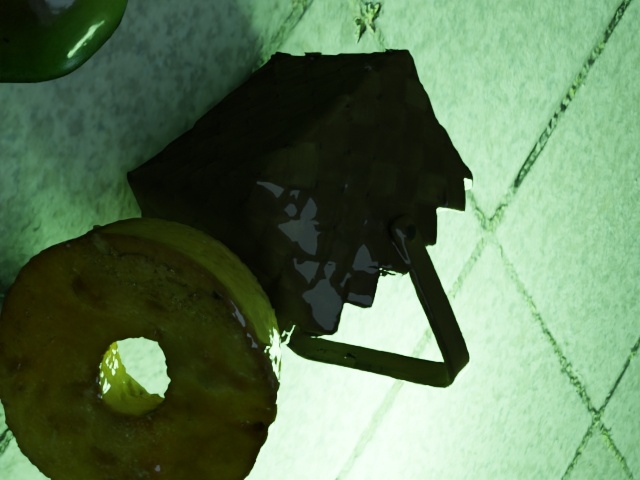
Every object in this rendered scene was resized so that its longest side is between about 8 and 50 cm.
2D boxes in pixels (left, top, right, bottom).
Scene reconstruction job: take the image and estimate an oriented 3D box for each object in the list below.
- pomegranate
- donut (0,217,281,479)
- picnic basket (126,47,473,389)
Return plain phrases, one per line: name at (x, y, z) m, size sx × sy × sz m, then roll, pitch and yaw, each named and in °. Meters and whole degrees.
pomegranate at (-0.237, -0.197, 1.239) m, size 0.180 × 0.180 × 0.209 m, roll -57°, pitch 168°, yaw -20°
donut at (-0.151, 0.105, 1.387) m, size 0.108 × 0.277 × 0.277 m, roll -49°, pitch 141°, yaw -60°
picnic basket at (0.000, 0.000, 1.519) m, size 0.291 × 0.254 × 0.321 m, roll -43°, pitch 123°, yaw -33°
